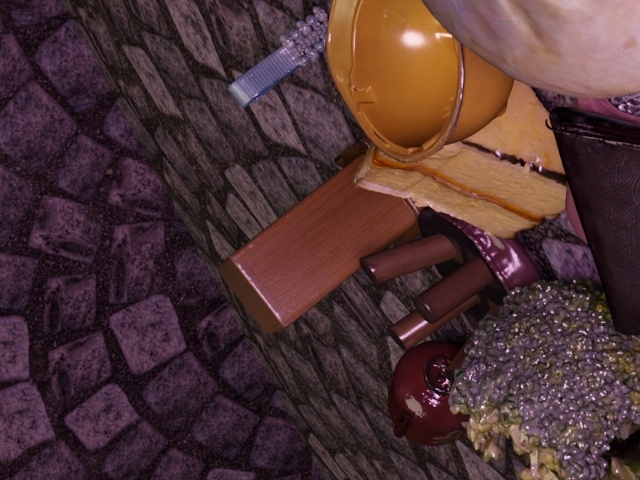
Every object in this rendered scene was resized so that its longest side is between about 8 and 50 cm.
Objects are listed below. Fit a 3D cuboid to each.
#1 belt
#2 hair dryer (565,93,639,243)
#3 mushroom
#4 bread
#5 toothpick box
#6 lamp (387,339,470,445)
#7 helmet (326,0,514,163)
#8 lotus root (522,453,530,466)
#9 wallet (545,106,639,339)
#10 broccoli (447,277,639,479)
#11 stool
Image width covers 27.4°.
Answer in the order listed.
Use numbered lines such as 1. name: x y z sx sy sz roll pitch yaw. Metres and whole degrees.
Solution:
1. belt: -0.057 -0.271 1.989 0.065 0.179 0.100 50 166 -3
2. hair dryer: 0.408 -0.035 1.318 0.352 0.125 0.210 35 155 26
3. mushroom: 0.210 -0.286 1.077 0.352 0.260 0.352 42 153 28
4. bread: 0.191 -0.086 1.671 0.236 0.198 0.263 48 162 0
5. toothpick box: 0.000 0.000 2.148 0.190 0.308 0.187 53 164 -3
6. lamp: 0.203 0.278 2.355 0.180 0.180 0.258 50 165 16
7. helmet: 0.127 -0.196 1.383 0.257 0.140 0.205 50 136 47
8. lotus root: 0.418 0.337 1.930 0.309 0.173 0.173 4 128 61
9. wallet: 0.335 0.005 1.312 0.172 0.045 0.318 18 148 40
10. broccoli: 0.326 0.202 1.674 0.317 0.277 0.338 56 162 5
11. stool: 0.203 0.080 1.959 0.272 0.178 0.272 50 165 19
